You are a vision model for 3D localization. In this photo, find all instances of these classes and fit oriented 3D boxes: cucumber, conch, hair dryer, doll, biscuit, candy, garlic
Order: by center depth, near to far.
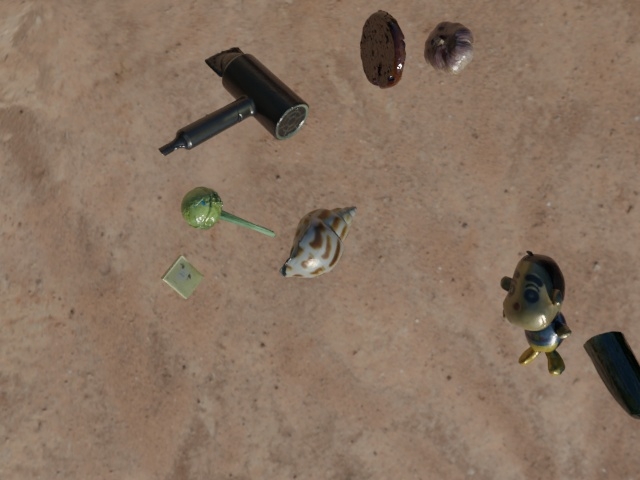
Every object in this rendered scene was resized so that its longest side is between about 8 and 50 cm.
[{"bbox_3d":[0.342,0.156,0.758,0.048,0.105,0.048,-17,156,-8],"label":"cucumber"},{"bbox_3d":[0.278,0.096,0.866,0.089,0.102,0.179,-25,113,-34],"label":"doll"},{"bbox_3d":[-0.172,-0.215,1.087,0.248,0.195,0.078,-35,158,-29],"label":"hair dryer"},{"bbox_3d":[-0.204,-0.048,1.598,0.092,0.093,0.335,-48,148,13],"label":"candy"},{"bbox_3d":[0.153,-0.468,1.651,0.049,0.192,0.192,-16,115,-24],"label":"biscuit"},{"bbox_3d":[0.001,0.000,1.867,0.149,0.183,0.274,28,73,-11],"label":"conch"},{"bbox_3d":[0.356,-0.540,1.869,0.147,0.159,0.102,-28,152,26],"label":"garlic"}]

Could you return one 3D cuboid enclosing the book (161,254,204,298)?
[{"bbox_3d":[-0.349,0.094,1.707,0.077,0.014,0.111,-53,142,-14],"label":"book"}]
